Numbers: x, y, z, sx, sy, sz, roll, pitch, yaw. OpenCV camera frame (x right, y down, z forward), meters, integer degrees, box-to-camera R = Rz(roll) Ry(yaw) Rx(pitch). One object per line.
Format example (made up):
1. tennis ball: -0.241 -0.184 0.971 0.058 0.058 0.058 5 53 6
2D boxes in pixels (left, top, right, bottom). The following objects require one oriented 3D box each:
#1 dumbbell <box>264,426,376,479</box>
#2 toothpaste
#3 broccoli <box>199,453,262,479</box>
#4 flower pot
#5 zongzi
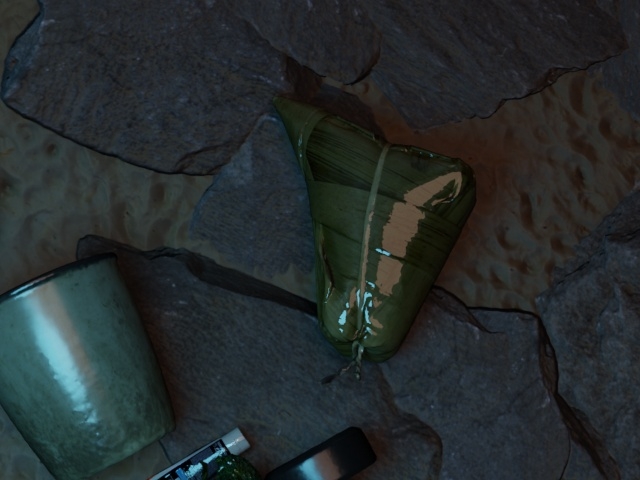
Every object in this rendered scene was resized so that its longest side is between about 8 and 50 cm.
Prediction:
1. dumbbell: 0.056 0.509 1.818 0.204 0.204 0.322 -25 79 -20
2. toothpaste: -0.219 0.405 1.870 0.194 0.045 0.071 -35 82 -9
3. broccoli: -0.208 0.492 1.739 0.297 0.297 0.297 18 67 16
4. flower pot: -0.413 0.225 1.757 0.294 0.293 0.330 -25 85 -20
5. zongzi: 0.005 0.007 2.022 0.467 0.218 0.499 24 79 21
